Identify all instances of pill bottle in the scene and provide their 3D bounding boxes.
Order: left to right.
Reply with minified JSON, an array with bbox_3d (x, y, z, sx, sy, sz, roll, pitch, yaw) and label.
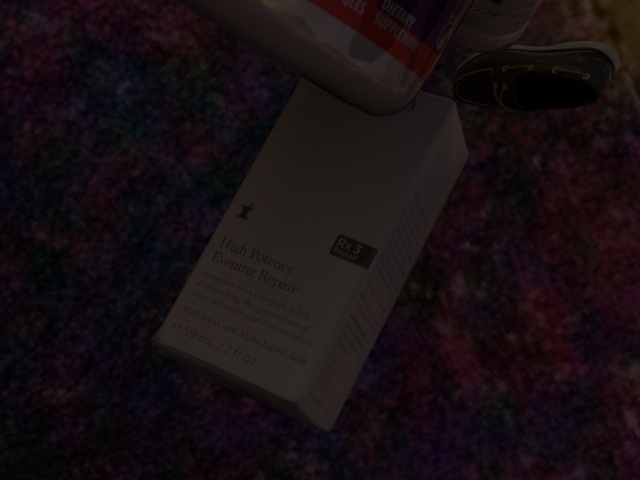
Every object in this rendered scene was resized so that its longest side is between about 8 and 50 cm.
[{"bbox_3d":[0.050,-0.249,0.630,0.181,0.323,0.181,30,7,-4],"label":"pill bottle"}]

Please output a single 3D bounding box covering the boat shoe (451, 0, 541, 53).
[{"bbox_3d":[0.056,-0.256,0.855,0.277,0.096,0.098,27,68,-2],"label":"boat shoe"}]

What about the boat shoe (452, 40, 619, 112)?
[{"bbox_3d":[0.262,-0.202,1.368,0.081,0.227,0.069,56,48,-33],"label":"boat shoe"}]

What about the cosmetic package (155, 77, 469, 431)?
[{"bbox_3d":[0.000,0.000,0.733,0.231,0.117,0.085,-64,157,-15],"label":"cosmetic package"}]
